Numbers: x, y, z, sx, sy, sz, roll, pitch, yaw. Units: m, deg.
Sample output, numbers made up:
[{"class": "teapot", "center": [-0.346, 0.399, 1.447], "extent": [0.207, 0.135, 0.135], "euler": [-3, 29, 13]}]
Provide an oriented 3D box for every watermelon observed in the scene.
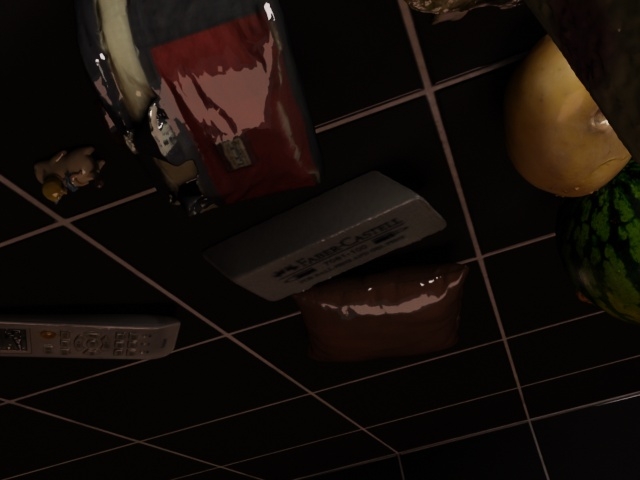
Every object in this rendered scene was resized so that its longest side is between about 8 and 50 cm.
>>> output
[{"class": "watermelon", "center": [0.466, -0.017, 0.929], "extent": [0.284, 0.285, 0.285], "euler": [-9, 151, -5]}]

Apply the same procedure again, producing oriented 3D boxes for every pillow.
[{"class": "pillow", "center": [0.109, 0.141, 1.266], "extent": [0.305, 0.109, 0.308], "euler": [-7, 149, 2]}]

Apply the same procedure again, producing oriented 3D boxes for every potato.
[{"class": "potato", "center": [0.281, -0.146, 0.786], "extent": [0.150, 0.146, 0.234], "euler": [-50, 144, -22]}]

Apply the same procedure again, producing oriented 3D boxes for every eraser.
[{"class": "eraser", "center": [0.000, 0.001, 1.003], "extent": [0.352, 0.077, 0.111], "euler": [-24, 150, 22]}]

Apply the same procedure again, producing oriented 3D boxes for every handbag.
[{"class": "handbag", "center": [-0.106, -0.130, 0.628], "extent": [0.181, 0.181, 0.254], "euler": [-16, 148, 3]}]

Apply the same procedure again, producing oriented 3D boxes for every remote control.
[{"class": "remote control", "center": [-0.396, 0.151, 1.157], "extent": [0.312, 0.055, 0.109], "euler": [4, 142, -18]}]

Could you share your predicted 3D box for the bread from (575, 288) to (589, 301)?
[{"class": "bread", "center": [0.575, 0.086, 1.370], "extent": [0.232, 0.076, 0.104], "euler": [7, 159, -43]}]

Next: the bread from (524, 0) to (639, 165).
[{"class": "bread", "center": [0.212, -0.207, 0.448], "extent": [0.155, 0.339, 0.187], "euler": [-16, 152, -7]}]

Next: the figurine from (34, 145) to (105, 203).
[{"class": "figurine", "center": [-0.289, -0.073, 0.795], "extent": [0.083, 0.051, 0.047], "euler": [-17, 145, 8]}]

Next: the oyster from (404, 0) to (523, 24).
[{"class": "oyster", "center": [0.179, -0.249, 0.621], "extent": [0.208, 0.133, 0.072], "euler": [-12, 115, 15]}]
